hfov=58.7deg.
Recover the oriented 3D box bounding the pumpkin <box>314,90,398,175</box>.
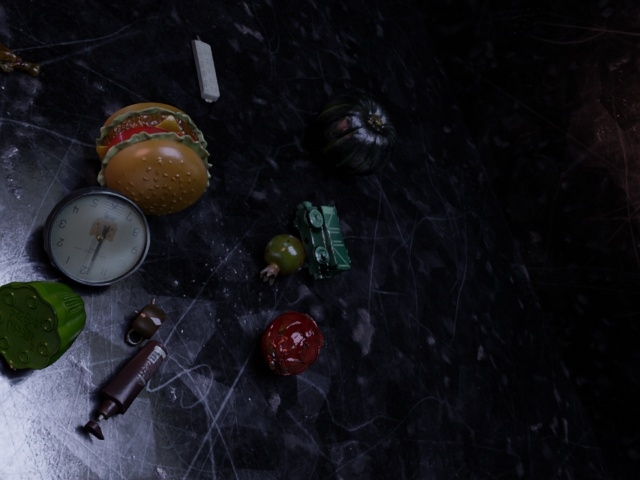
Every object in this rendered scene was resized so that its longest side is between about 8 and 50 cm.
[{"bbox_3d":[0.132,-0.391,2.103,0.323,0.241,0.323,26,49,-35],"label":"pumpkin"}]

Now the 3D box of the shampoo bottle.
[{"bbox_3d":[-0.428,0.324,1.257,0.068,0.067,0.236,36,45,-1],"label":"shampoo bottle"}]

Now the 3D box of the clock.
[{"bbox_3d":[-0.501,-0.007,1.287,0.226,0.049,0.226,-6,103,-30],"label":"clock"}]

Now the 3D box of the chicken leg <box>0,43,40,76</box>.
[{"bbox_3d":[-0.751,-0.429,1.341,0.178,0.070,0.093,15,32,-55],"label":"chicken leg"}]

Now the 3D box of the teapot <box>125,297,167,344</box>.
[{"bbox_3d":[-0.416,0.192,1.341,0.068,0.076,0.121,38,75,-12],"label":"teapot"}]

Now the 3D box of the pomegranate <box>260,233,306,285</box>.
[{"bbox_3d":[-0.108,0.061,1.691,0.129,0.129,0.159,29,57,-33],"label":"pomegranate"}]

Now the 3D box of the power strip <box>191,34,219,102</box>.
[{"bbox_3d":[-0.373,-0.559,1.833,0.060,0.027,0.252,4,66,-45],"label":"power strip"}]

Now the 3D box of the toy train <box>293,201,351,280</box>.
[{"bbox_3d":[0.000,0.000,1.846,0.154,0.115,0.269,2,66,-43],"label":"toy train"}]

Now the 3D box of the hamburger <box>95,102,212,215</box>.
[{"bbox_3d":[-0.404,-0.182,1.398,0.274,0.274,0.212,16,43,-41],"label":"hamburger"}]

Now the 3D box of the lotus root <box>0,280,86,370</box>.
[{"bbox_3d":[-0.551,0.154,1.165,0.186,0.186,0.186,24,53,-36],"label":"lotus root"}]

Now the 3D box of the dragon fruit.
[{"bbox_3d":[-0.078,0.281,1.566,0.209,0.172,0.172,-10,76,-63],"label":"dragon fruit"}]
